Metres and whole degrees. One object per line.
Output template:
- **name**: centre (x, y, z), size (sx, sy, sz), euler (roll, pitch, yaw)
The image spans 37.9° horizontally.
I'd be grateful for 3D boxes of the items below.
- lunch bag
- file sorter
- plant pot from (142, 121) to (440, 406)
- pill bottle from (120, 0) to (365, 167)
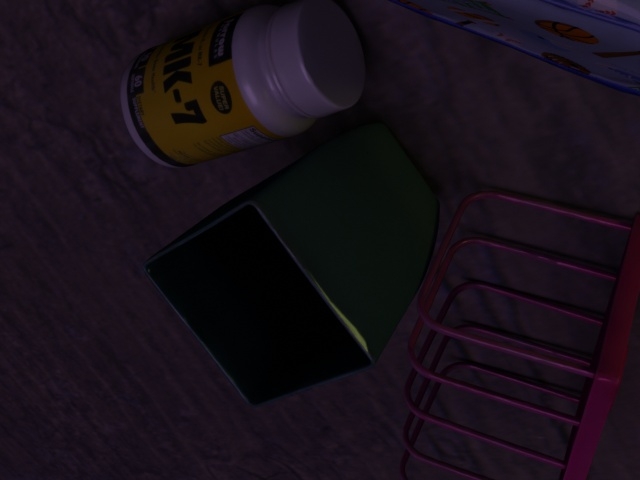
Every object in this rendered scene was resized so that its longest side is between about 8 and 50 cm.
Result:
- **lunch bag**: centre (0.151, -0.181, 0.618), size (0.303, 0.243, 0.114), euler (25, 95, 9)
- **file sorter**: centre (0.187, 0.124, 0.907), size (0.182, 0.202, 0.290), euler (16, 137, 17)
- **plant pot**: centre (0.000, 0.000, 0.851), size (0.166, 0.234, 0.165), euler (-27, 104, 44)
- **pill bottle**: centre (-0.071, -0.143, 0.845), size (0.209, 0.119, 0.119), euler (-12, 125, 36)
